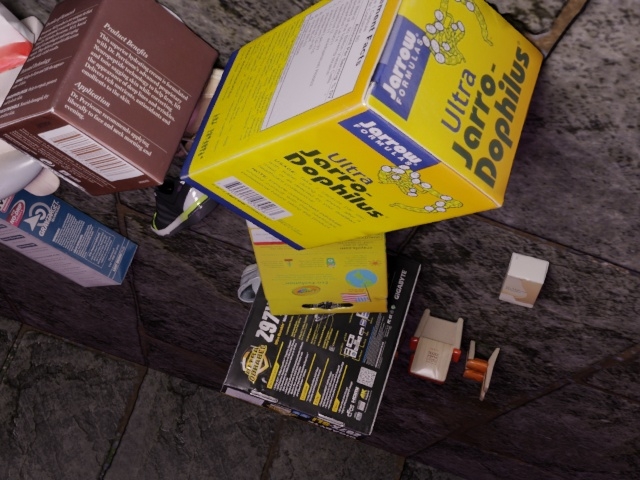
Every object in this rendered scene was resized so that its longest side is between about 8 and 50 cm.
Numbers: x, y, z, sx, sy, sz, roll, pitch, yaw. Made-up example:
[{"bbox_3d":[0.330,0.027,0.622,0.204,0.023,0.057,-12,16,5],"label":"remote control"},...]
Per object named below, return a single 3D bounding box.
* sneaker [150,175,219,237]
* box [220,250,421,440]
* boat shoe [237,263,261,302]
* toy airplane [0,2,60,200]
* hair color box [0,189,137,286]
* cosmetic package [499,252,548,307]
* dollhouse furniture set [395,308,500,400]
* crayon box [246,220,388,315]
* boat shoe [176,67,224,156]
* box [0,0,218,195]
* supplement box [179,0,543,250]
[{"bbox_3d":[-0.253,-0.075,1.567,0.097,0.084,0.235,51,148,-12],"label":"sneaker"},{"bbox_3d":[0.005,0.145,1.514,0.257,0.322,0.079,19,159,-2],"label":"box"},{"bbox_3d":[-0.100,0.086,1.785,0.079,0.081,0.227,28,157,-22],"label":"boat shoe"},{"bbox_3d":[-0.535,-0.183,1.217,0.386,0.272,0.384,21,156,-16],"label":"toy airplane"},{"bbox_3d":[-0.585,-0.023,1.893,0.347,0.105,0.174,34,153,-35],"label":"hair color box"},{"bbox_3d":[0.328,0.066,1.437,0.060,0.041,0.115,15,158,12],"label":"cosmetic package"},{"bbox_3d":[0.227,0.250,1.833,0.262,0.135,0.259,15,158,10],"label":"dollhouse furniture set"},{"bbox_3d":[0.000,0.000,1.351,0.202,0.081,0.318,-1,143,4],"label":"crayon box"},{"bbox_3d":[-0.196,-0.162,1.247,0.302,0.098,0.109,-6,148,47],"label":"boat shoe"},{"bbox_3d":[-0.267,-0.186,1.107,0.167,0.203,0.168,-5,148,46],"label":"box"},{"bbox_3d":[0.033,-0.134,0.992,0.195,0.194,0.356,32,155,-28],"label":"supplement box"}]
